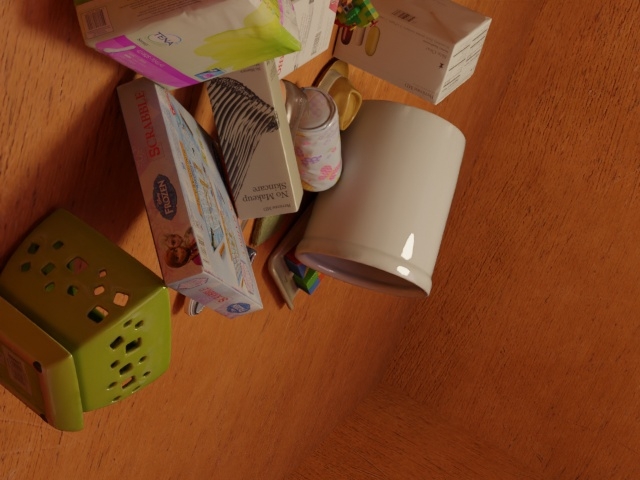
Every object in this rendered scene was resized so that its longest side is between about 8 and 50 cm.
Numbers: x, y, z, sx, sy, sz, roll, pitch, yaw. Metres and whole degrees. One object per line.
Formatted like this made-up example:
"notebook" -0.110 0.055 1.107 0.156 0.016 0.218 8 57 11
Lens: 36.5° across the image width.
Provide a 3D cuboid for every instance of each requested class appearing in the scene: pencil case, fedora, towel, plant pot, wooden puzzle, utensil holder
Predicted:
"pencil case" -0.018 -0.210 2.080 0.124 0.113 0.273 -29 156 -8
"fedora" 0.039 -0.306 2.157 0.194 0.079 0.194 -53 160 -28
"towel" -0.111 -0.060 2.195 0.110 0.027 0.148 -39 153 -50
"plant pot" -0.370 0.129 1.417 0.207 0.227 0.228 -42 155 -35
"wooden puzzle" 0.000 0.000 2.520 0.348 0.080 0.322 -58 162 -14
"utensil holder" 0.150 -0.096 2.288 0.327 0.327 0.386 51 55 -72

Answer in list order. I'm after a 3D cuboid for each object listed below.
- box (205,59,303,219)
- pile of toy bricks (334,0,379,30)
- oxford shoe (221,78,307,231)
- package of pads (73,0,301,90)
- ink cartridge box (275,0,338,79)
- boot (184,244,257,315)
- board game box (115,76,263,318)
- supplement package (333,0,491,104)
"box" -0.111 -0.181 1.643 0.094 0.113 0.275 -80 158 -66
"pile of toy bricks" 0.070 -0.446 1.831 0.118 0.105 0.212 -41 -172 -38
"oxford shoe" -0.120 -0.128 1.822 0.132 0.130 0.364 10 108 -48
"package of pads" -0.163 -0.300 1.308 0.296 0.229 0.101 11 65 -76
"ink cartridge box" -0.060 -0.387 1.719 0.218 0.092 0.159 -45 156 -48
"boot" -0.206 0.084 1.986 0.190 0.086 0.069 -64 163 9
"board game box" -0.199 -0.055 1.526 0.065 0.319 0.318 -19 163 7
"supplement package" 0.197 -0.438 2.092 0.204 0.261 0.145 -42 153 -47
